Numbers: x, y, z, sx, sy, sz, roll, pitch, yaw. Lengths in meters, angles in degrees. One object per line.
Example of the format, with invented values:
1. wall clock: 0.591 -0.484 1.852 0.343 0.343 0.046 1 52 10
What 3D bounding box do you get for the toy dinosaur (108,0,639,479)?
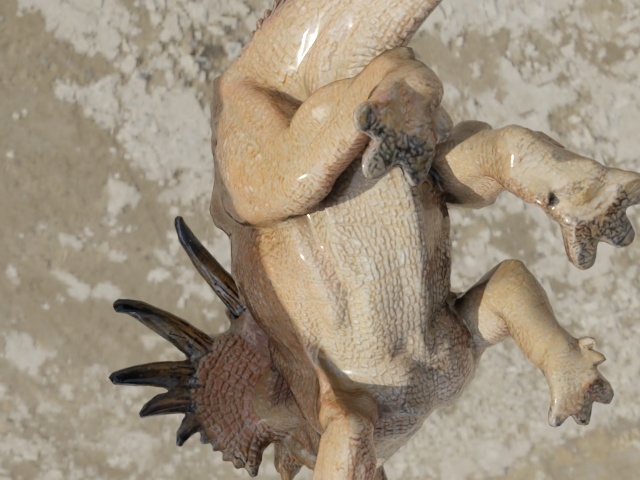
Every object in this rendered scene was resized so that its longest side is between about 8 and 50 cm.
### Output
1. toy dinosaur: 0.000 0.000 0.415 0.127 0.200 0.295 -8 113 -29
